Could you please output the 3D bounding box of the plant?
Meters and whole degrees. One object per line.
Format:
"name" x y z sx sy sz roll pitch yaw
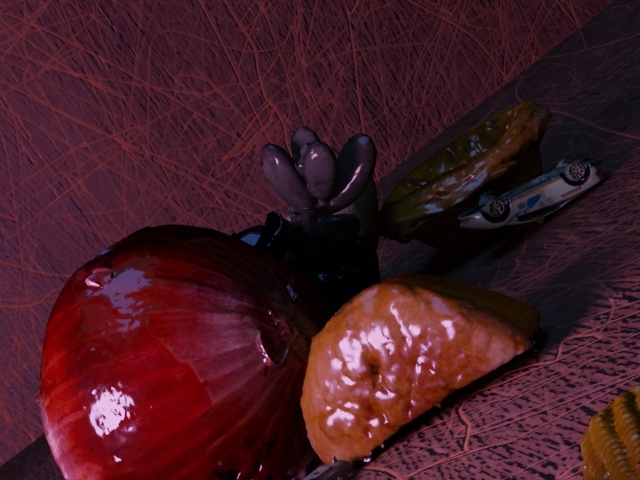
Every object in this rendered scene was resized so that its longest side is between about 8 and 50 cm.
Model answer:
"plant" -0.002 0.002 1.983 0.146 0.275 0.149 -12 23 -20

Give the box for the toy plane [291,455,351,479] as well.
"toy plane" -0.002 0.223 1.497 0.080 0.033 0.083 -10 24 51

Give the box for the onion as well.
"onion" -0.137 0.136 1.693 0.341 0.341 0.341 -36 6 5

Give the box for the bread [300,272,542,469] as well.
"bread" 0.074 0.100 1.536 0.260 0.134 0.129 -33 6 27

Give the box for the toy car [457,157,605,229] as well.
"toy car" 0.256 -0.049 1.986 0.186 0.058 0.093 -24 6 0

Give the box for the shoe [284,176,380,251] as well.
"shoe" 0.012 0.014 2.156 0.128 0.262 0.140 -3 36 -22

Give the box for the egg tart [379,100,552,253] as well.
"egg tart" 0.202 -0.069 2.169 0.295 0.116 0.295 -34 8 5

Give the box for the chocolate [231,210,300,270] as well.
"chocolate" -0.119 0.099 1.949 0.148 0.126 0.343 -78 9 -61

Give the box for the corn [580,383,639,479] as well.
"corn" 0.190 0.138 0.848 0.097 0.097 0.262 -35 9 10
